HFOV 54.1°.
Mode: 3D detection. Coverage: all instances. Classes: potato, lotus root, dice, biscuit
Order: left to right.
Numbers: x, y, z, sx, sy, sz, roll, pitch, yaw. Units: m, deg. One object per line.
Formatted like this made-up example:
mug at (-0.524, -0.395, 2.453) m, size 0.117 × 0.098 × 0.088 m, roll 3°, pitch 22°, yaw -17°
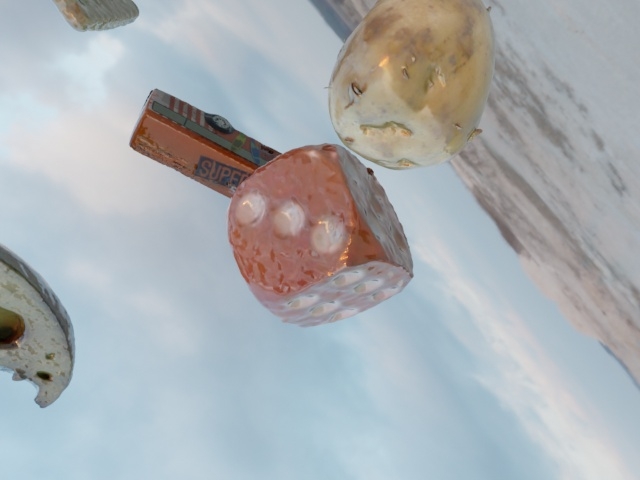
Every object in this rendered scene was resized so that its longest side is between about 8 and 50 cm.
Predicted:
lotus root at (-0.452, 0.081, 0.870) m, size 0.210 × 0.142 × 0.314 m, roll 40°, pitch 165°, yaw 37°
biscuit at (-0.386, -0.437, 0.861) m, size 0.325 × 0.044 × 0.217 m, roll 57°, pitch -162°, yaw -18°
dice at (0.000, 0.000, 0.782) m, size 0.175 × 0.174 × 0.179 m, roll 24°, pitch -138°, yaw -62°
potato at (0.090, -0.133, 0.535) m, size 0.128 × 0.161 × 0.235 m, roll 27°, pitch -175°, yaw 15°

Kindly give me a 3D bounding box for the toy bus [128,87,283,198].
toy bus at (-0.106, -0.107, 1.026) m, size 0.409 × 0.093 × 0.092 m, roll 26°, pitch -145°, yaw -17°
